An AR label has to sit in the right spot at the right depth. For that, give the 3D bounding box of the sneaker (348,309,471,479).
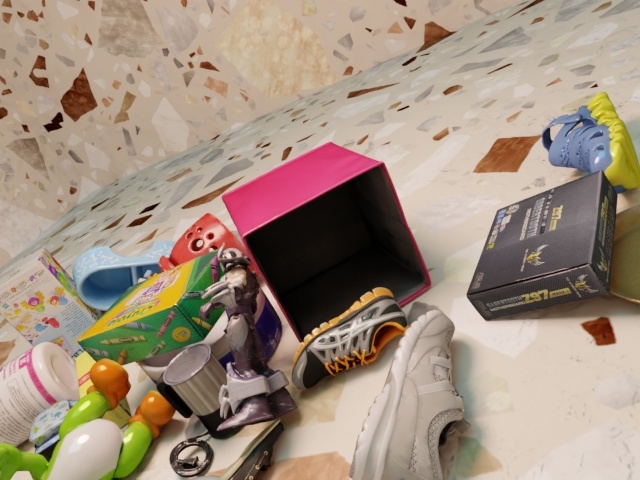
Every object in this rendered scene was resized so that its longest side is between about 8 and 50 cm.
[{"bbox_3d":[0.134,0.204,0.645,0.115,0.105,0.281,21,41,15],"label":"sneaker"}]

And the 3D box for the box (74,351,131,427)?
[{"bbox_3d":[-0.448,0.299,1.038,0.058,0.087,0.232,-37,27,-15],"label":"box"}]

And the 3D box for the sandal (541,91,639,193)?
[{"bbox_3d":[0.483,-0.163,0.918,0.138,0.126,0.317,-19,19,27],"label":"sandal"}]

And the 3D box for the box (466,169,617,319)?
[{"bbox_3d":[0.336,0.006,0.762,0.183,0.059,0.232,-23,23,45],"label":"box"}]

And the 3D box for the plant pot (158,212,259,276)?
[{"bbox_3d":[-0.265,0.057,1.177,0.174,0.191,0.191,-39,27,-16],"label":"plant pot"}]

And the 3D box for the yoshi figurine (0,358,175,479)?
[{"bbox_3d":[-0.382,0.355,0.750,0.204,0.203,0.362,-1,40,34],"label":"yoshi figurine"}]

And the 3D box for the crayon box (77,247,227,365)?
[{"bbox_3d":[-0.288,0.127,0.922,0.279,0.081,0.165,-21,24,31],"label":"crayon box"}]

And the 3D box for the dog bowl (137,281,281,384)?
[{"bbox_3d":[-0.213,0.185,0.985,0.265,0.104,0.265,-24,26,12],"label":"dog bowl"}]

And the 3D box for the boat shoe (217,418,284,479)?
[{"bbox_3d":[-0.091,0.307,0.714,0.049,0.042,0.133,-48,-5,40],"label":"boat shoe"}]

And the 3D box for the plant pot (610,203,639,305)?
[{"bbox_3d":[0.481,0.016,0.675,0.236,0.032,0.236,-23,27,12],"label":"plant pot"}]

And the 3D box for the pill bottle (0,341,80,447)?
[{"bbox_3d":[-0.662,0.354,1.063,0.283,0.160,0.160,-33,26,-8],"label":"pill bottle"}]

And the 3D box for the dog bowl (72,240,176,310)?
[{"bbox_3d":[-0.469,0.095,1.288,0.298,0.165,0.074,-6,34,-18],"label":"dog bowl"}]

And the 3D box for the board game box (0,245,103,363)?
[{"bbox_3d":[-0.662,0.176,1.259,0.144,0.275,0.142,-36,26,-13],"label":"board game box"}]

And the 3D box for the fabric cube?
[{"bbox_3d":[0.000,0.000,0.925,0.254,0.259,0.258,-29,24,-8],"label":"fabric cube"}]

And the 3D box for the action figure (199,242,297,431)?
[{"bbox_3d":[-0.122,0.132,0.774,0.099,0.185,0.284,-18,69,7],"label":"action figure"}]

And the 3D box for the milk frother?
[{"bbox_3d":[-0.195,0.263,0.786,0.129,0.134,0.143,-25,26,10],"label":"milk frother"}]

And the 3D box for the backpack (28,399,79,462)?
[{"bbox_3d":[-0.497,0.360,0.976,0.105,0.084,0.114,-34,23,-16],"label":"backpack"}]

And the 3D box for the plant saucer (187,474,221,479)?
[{"bbox_3d":[-0.194,0.389,0.668,0.195,0.037,0.195,-22,26,12],"label":"plant saucer"}]

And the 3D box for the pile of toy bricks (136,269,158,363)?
[{"bbox_3d":[-0.352,0.168,1.133,0.105,0.212,0.118,11,20,-7],"label":"pile of toy bricks"}]

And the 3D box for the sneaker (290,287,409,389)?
[{"bbox_3d":[0.045,0.165,0.795,0.215,0.084,0.083,-40,51,-4],"label":"sneaker"}]
